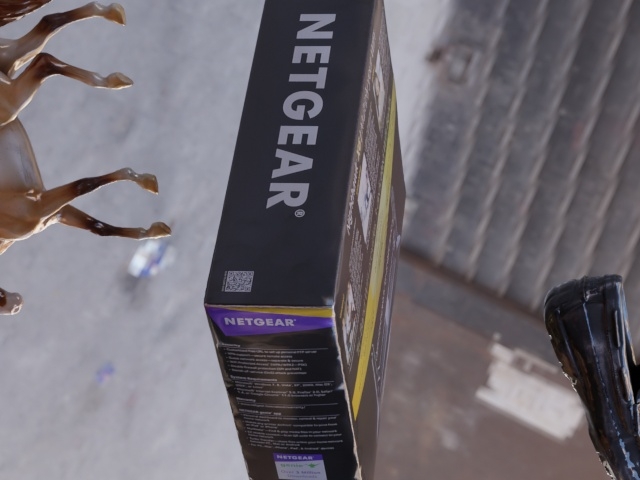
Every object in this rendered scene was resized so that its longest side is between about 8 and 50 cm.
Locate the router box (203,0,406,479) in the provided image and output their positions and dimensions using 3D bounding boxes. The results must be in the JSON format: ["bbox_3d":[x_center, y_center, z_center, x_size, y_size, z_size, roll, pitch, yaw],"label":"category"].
[{"bbox_3d":[0.000,0.000,1.103,0.243,0.081,0.308,81,14,-48],"label":"router box"}]

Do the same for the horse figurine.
[{"bbox_3d":[-0.209,-0.071,1.150,0.066,0.175,0.263,-96,177,-62],"label":"horse figurine"}]

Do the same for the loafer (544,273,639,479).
[{"bbox_3d":[0.259,0.129,1.376,0.223,0.078,0.076,65,20,-20],"label":"loafer"}]
